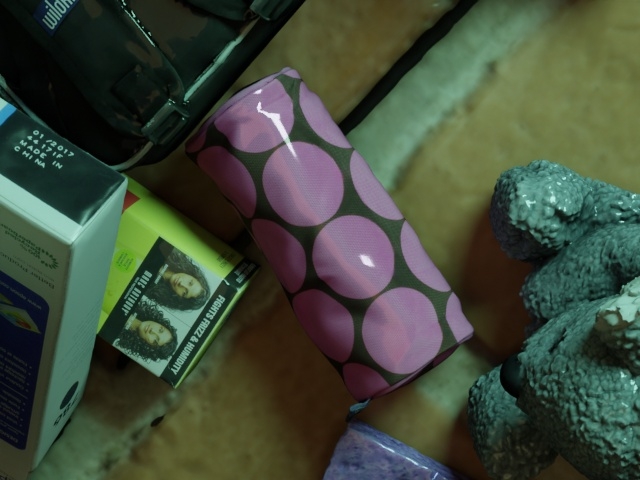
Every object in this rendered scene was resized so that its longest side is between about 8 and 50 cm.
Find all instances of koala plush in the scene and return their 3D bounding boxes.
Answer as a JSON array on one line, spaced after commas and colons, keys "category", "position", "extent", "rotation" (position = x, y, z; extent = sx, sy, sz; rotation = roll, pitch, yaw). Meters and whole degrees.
[{"category": "koala plush", "position": [0.180, 0.070, 0.930], "extent": [0.203, 0.221, 0.196], "rotation": [7, 103, 10]}]

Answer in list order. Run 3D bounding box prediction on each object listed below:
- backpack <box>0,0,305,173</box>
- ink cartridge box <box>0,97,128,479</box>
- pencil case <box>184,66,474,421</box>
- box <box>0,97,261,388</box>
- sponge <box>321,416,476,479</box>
[{"category": "backpack", "position": [-0.128, -0.194, 0.952], "extent": [0.253, 0.191, 0.225], "rotation": [41, 107, -3]}, {"category": "ink cartridge box", "position": [-0.220, 0.031, 1.027], "extent": [0.165, 0.065, 0.333], "rotation": [32, 144, 6]}, {"category": "pencil case", "position": [0.000, 0.000, 1.024], "extent": [0.209, 0.095, 0.098], "rotation": [58, 147, -3]}, {"category": "box", "position": [-0.159, -0.009, 1.066], "extent": [0.232, 0.058, 0.087], "rotation": [36, 108, 3]}, {"category": "sponge", "position": [0.030, 0.233, 1.094], "extent": [0.117, 0.031, 0.210], "rotation": [25, 105, 5]}]
